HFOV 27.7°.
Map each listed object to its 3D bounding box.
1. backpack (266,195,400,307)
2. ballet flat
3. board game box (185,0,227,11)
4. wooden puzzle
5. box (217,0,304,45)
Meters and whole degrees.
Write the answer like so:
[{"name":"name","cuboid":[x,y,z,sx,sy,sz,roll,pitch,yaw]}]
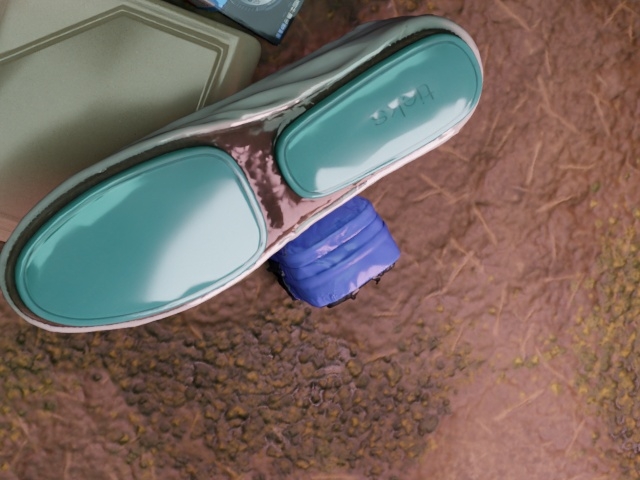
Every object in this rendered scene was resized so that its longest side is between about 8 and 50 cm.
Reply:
[{"name":"backpack","cuboid":[0.000,0.000,1.058,0.098,0.120,0.101,-37,109,-6]},{"name":"ballet flat","cuboid":[-0.062,-0.058,0.995,0.400,0.139,0.139,-30,108,-11]},{"name":"board game box","cuboid":[-0.137,-0.377,0.958,0.302,0.086,0.308,28,92,-19]},{"name":"wooden puzzle","cuboid":[-0.186,-0.095,1.028,0.239,0.044,0.221,18,95,-25]},{"name":"box","cuboid":[-0.043,-0.211,1.056,0.067,0.018,0.083,29,92,-20]}]
